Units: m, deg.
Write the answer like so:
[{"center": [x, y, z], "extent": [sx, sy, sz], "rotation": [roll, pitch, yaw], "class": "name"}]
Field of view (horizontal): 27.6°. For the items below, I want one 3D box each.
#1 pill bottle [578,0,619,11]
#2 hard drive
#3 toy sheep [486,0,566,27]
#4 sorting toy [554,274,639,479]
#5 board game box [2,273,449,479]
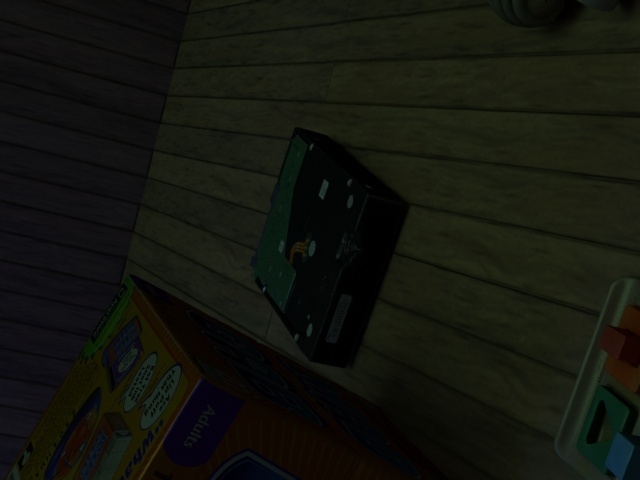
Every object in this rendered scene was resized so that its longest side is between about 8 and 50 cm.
[{"center": [0.284, -0.290, 1.227], "extent": [0.078, 0.078, 0.137], "rotation": [-103, 34, -49], "class": "pill bottle"}, {"center": [0.000, 0.000, 1.778], "extent": [0.339, 0.064, 0.237], "rotation": [-133, 60, -64], "class": "hard drive"}, {"center": [0.217, -0.269, 1.375], "extent": [0.132, 0.091, 0.091], "rotation": [43, 117, 60], "class": "toy sheep"}, {"center": [0.261, 0.133, 1.073], "extent": [0.196, 0.047, 0.347], "rotation": [-139, 65, -66], "class": "sorting toy"}, {"center": [-0.110, 0.307, 1.359], "extent": [0.356, 0.356, 0.356], "rotation": [-58, 23, 2], "class": "board game box"}]
